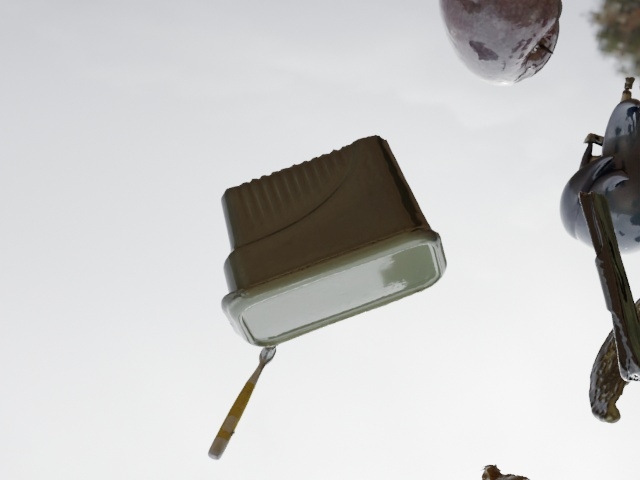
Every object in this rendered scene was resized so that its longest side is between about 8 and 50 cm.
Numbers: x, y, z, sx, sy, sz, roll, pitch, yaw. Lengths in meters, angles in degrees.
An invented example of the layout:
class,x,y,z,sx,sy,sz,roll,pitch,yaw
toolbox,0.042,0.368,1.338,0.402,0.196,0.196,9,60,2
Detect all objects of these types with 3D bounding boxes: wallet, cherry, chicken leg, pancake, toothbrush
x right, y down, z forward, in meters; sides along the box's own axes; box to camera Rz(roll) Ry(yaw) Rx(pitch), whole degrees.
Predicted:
class,x,y,z,sx,sy,sz,roll,pitch,yaw
wallet,0.236,0.036,1.030,0.018,0.156,0.082,-17,168,21
cherry,0.217,-0.277,1.591,0.176,0.140,0.176,43,170,9
chicken leg,0.249,0.353,1.772,0.101,0.085,0.207,-23,-174,-4
pancake,0.362,0.111,1.407,0.020,0.190,0.184,37,-135,-13
toothbrush,-0.096,0.199,1.675,0.021,0.024,0.288,21,-153,3

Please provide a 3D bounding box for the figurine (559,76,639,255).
class,x,y,z,sx,sy,sz,roll,pitch,yaw
figurine,0.469,-0.105,1.962,0.175,0.265,0.197,16,-163,-15

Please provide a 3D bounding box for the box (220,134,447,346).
class,x,y,z,sx,sy,sz,roll,pitch,yaw
box,0.000,0.000,1.591,0.274,0.138,0.178,-19,-122,0
